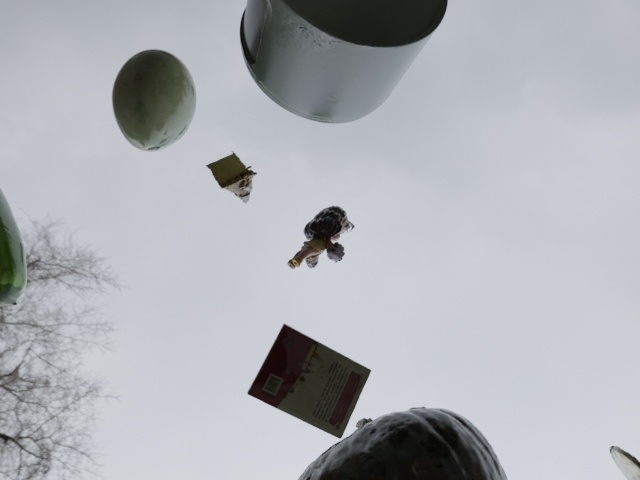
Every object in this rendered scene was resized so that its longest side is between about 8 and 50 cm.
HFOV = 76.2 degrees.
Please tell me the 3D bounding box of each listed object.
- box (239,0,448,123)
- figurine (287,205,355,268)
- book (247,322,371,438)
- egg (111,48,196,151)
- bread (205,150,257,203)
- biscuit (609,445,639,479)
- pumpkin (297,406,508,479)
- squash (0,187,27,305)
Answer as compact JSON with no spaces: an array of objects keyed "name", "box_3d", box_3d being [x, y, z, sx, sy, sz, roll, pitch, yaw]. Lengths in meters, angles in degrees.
[{"name":"box","box_3d":[0.019,-0.281,0.510,0.227,0.149,0.225,6,-110,-16]},{"name":"figurine","box_3d":[0.000,-0.002,1.190,0.116,0.175,0.240,44,-119,-20]},{"name":"book","box_3d":[-0.018,0.302,0.878,0.232,0.022,0.162,31,-105,-13]},{"name":"egg","box_3d":[-0.244,-0.204,0.601,0.114,0.114,0.151,6,-99,9]},{"name":"bread","box_3d":[-0.301,-0.204,1.391,0.127,0.152,0.147,-30,-116,-23]},{"name":"biscuit","box_3d":[0.697,0.520,0.888,0.020,0.152,0.152,-34,-121,-1]},{"name":"pumpkin","box_3d":[0.072,0.252,0.398,0.224,0.223,0.157,-20,-123,-8]},{"name":"squash","box_3d":[-0.480,-0.030,0.572,0.082,0.082,0.292,-35,-117,-17]}]
